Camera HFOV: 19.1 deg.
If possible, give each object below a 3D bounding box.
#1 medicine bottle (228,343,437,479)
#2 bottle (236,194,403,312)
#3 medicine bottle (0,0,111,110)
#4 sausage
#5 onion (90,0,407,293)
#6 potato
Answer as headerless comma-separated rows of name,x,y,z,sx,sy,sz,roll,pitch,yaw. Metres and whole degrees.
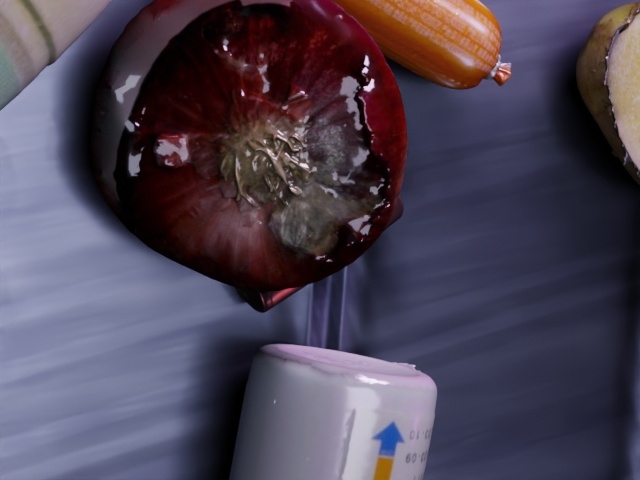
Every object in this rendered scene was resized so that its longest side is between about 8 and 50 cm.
medicine bottle,-0.002,0.246,1.665,0.170,0.170,0.293,9,91,-27
bottle,0.000,0.000,1.697,0.164,0.060,0.060,-32,109,-20
medicine bottle,-0.284,-0.218,1.432,0.406,0.235,0.236,-46,113,-14
sausage,0.048,-0.218,1.675,0.312,0.093,0.093,27,84,-27
onion,-0.056,-0.092,1.610,0.272,0.195,0.272,2,98,10
potato,0.311,-0.133,1.823,0.164,0.081,0.200,-45,116,-23
